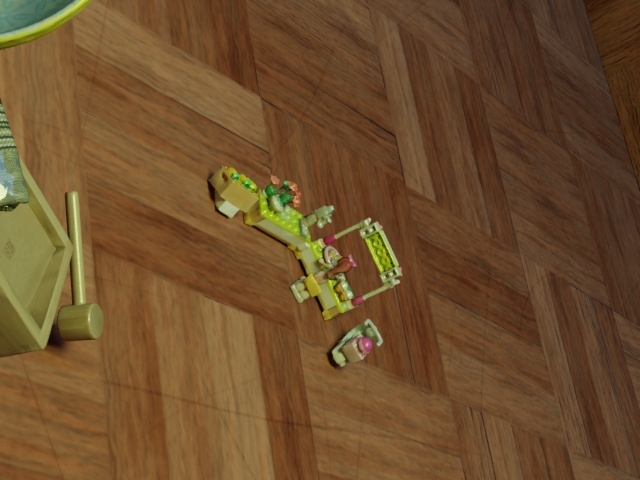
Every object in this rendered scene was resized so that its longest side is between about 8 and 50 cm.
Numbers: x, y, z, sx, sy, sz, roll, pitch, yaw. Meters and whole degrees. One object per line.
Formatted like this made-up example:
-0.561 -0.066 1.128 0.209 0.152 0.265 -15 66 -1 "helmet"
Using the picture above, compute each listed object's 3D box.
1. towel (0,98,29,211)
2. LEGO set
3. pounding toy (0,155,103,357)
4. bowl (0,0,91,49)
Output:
-0.408 -0.134 1.076 0.324 0.056 0.312 -14 79 -36 "towel"
0.000 0.000 1.691 0.287 0.107 0.132 55 29 -16 "LEGO set"
-0.271 0.021 1.249 0.181 0.094 0.206 -84 158 -46 "pounding toy"
-0.320 -0.292 1.316 0.290 0.289 0.156 66 -15 5 "bowl"
